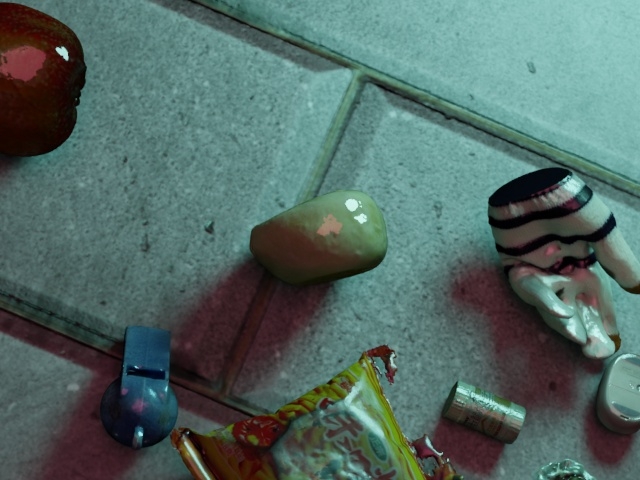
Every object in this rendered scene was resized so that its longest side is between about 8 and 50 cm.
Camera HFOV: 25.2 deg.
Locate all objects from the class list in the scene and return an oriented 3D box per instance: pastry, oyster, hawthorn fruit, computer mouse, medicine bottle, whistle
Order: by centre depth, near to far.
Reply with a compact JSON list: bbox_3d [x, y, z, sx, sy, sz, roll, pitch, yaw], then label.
[{"bbox_3d":[-0.194,0.170,1.547,0.090,0.090,0.158,6,31,-7],"label":"whistle"},{"bbox_3d":[-0.356,-0.180,1.590,0.188,0.169,0.169,5,71,-9],"label":"hawthorn fruit"},{"bbox_3d":[0.000,0.000,1.592,0.156,0.156,0.092,-11,79,-13],"label":"pastry"},{"bbox_3d":[0.292,0.294,1.607,0.098,0.037,0.100,3,49,-28],"label":"oyster"},{"bbox_3d":[0.184,0.193,1.610,0.083,0.047,0.047,23,69,-2],"label":"medicine bottle"},{"bbox_3d":[0.350,0.178,1.648,0.066,0.039,0.096,22,62,-2],"label":"computer mouse"}]

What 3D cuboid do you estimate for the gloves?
[{"bbox_3d":[0.283,0.033,1.654,0.140,0.131,0.219,-31,109,-20],"label":"gloves"}]

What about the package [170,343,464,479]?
[{"bbox_3d":[-0.006,0.251,1.531,0.288,0.108,0.223,-16,69,-22],"label":"package"}]
